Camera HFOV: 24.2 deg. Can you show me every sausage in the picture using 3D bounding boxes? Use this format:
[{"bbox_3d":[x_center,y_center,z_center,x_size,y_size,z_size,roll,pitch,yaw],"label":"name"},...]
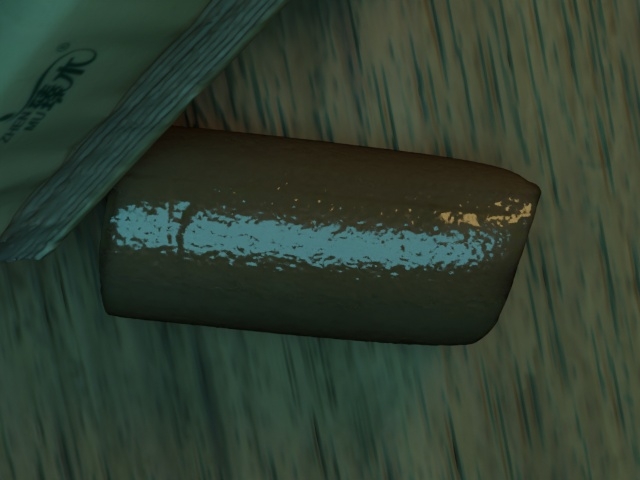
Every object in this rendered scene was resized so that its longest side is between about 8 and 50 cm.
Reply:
[{"bbox_3d":[0.000,0.000,0.915,0.253,0.123,0.123,7,96,1],"label":"sausage"}]

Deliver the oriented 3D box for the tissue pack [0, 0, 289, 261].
[{"bbox_3d":[-0.169,-0.192,0.761,0.380,0.207,0.297,-44,70,33],"label":"tissue pack"}]
